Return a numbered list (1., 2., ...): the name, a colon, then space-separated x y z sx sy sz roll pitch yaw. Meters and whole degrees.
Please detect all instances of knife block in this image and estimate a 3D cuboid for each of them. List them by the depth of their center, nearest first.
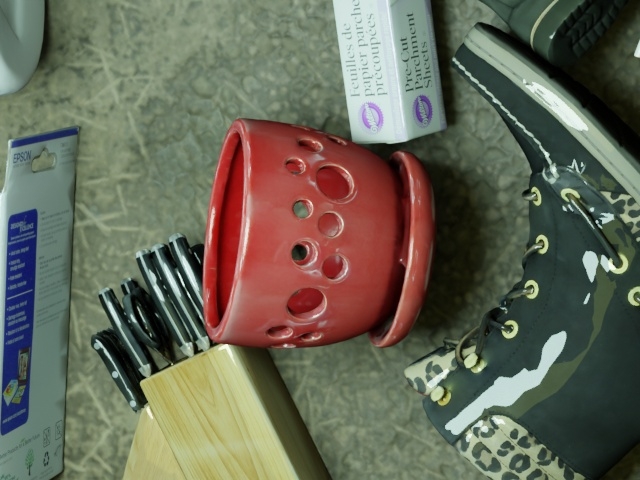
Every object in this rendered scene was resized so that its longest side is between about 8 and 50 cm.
1. knife block: -0.077 0.132 1.740 0.275 0.088 0.242 20 102 11

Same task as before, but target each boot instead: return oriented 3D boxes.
1. boot: 0.215 -0.252 1.632 0.198 0.077 0.137 -41 53 -10
2. boot: 0.182 0.032 1.645 0.377 0.138 0.284 46 105 -1

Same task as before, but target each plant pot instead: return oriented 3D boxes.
1. plant pot: 0.000 0.000 1.636 0.174 0.191 0.191 6 99 -10

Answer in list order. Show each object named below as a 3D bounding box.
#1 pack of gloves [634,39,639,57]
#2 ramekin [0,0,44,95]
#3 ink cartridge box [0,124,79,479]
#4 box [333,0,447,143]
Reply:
1. pack of gloves: 0.387 -0.233 1.611 0.195 0.046 0.232 18 101 -5
2. ramekin: -0.330 -0.243 1.665 0.135 0.277 0.277 -5 96 7
3. ink cartridge box: -0.278 0.064 1.742 0.065 0.165 0.333 7 98 14
4. box: 0.047 -0.246 1.655 0.063 0.067 0.324 0 101 41
